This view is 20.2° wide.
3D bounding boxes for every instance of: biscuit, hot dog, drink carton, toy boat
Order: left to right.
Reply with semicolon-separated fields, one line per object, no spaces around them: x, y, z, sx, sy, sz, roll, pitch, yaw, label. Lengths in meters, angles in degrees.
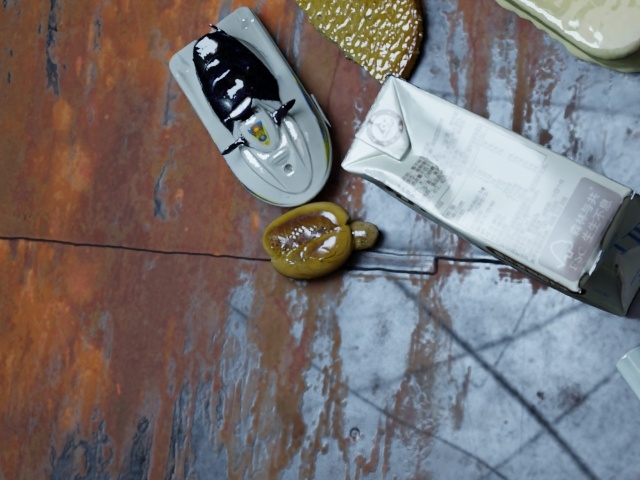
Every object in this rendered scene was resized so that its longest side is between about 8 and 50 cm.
-0.084;-0.166;2.181;0.141;0.141;0.269;-40;51;14;toy boat
-0.001;-0.002;2.150;0.140;0.060;0.090;-26;73;28;hot dog
0.057;-0.282;2.191;0.126;0.025;0.206;-48;65;11;biscuit
0.209;-0.046;1.978;0.324;0.194;0.132;29;92;28;drink carton

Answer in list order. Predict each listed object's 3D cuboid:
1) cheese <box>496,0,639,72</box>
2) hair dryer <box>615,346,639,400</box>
0.300;-0.353;2.043;0.384;0.104;0.384;-5;78;25;cheese
0.432;0.141;1.925;0.183;0.044;0.155;-39;67;9;hair dryer
